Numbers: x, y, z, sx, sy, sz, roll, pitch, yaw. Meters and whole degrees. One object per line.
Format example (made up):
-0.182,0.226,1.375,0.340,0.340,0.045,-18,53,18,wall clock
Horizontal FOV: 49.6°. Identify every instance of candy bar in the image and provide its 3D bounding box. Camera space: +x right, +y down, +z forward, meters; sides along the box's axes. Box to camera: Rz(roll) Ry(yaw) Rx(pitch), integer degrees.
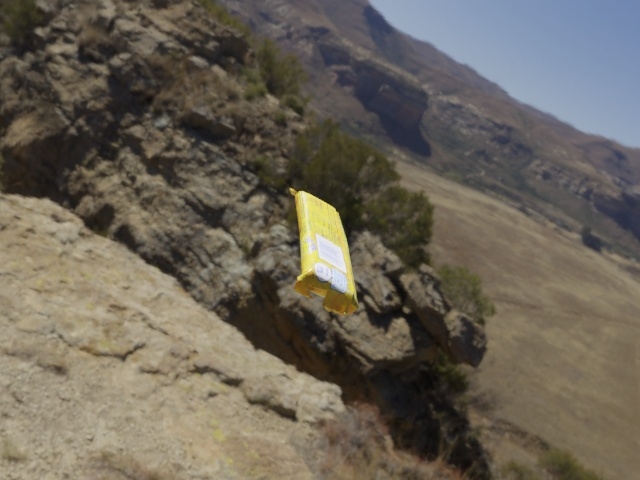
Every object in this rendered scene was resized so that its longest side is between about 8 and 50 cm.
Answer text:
0.000,0.000,0.435,0.040,0.018,0.161,29,18,-15,candy bar
